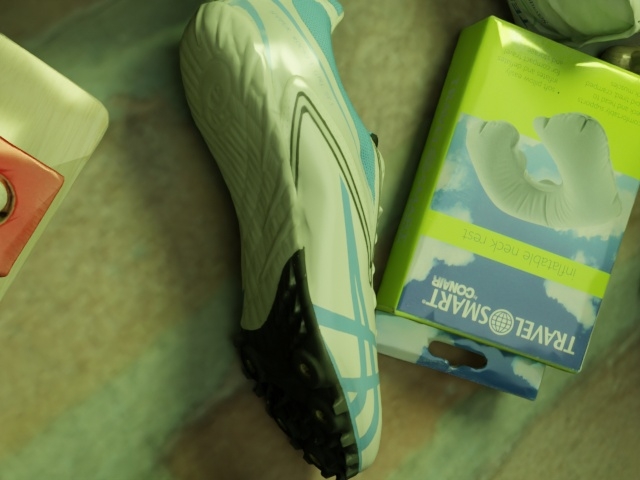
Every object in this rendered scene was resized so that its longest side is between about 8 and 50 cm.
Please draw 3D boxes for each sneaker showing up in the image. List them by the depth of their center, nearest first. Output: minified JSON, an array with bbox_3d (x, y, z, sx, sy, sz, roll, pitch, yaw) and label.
[{"bbox_3d":[0.000,0.000,0.499,0.086,0.085,0.237,-20,106,-32],"label":"sneaker"}]

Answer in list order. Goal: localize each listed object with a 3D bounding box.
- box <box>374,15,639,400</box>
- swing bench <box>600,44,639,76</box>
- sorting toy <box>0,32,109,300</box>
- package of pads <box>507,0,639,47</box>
[{"bbox_3d":[0.100,-0.013,0.556,0.109,0.042,0.178,19,87,-12],"label":"box"},{"bbox_3d":[0.339,-0.062,0.567,0.255,0.253,0.165,-20,104,-24],"label":"swing bench"},{"bbox_3d":[-0.236,-0.009,0.371,0.255,0.089,0.257,34,80,-25],"label":"sorting toy"},{"bbox_3d":[0.162,-0.270,0.544,0.229,0.101,0.296,-29,106,-22],"label":"package of pads"}]
